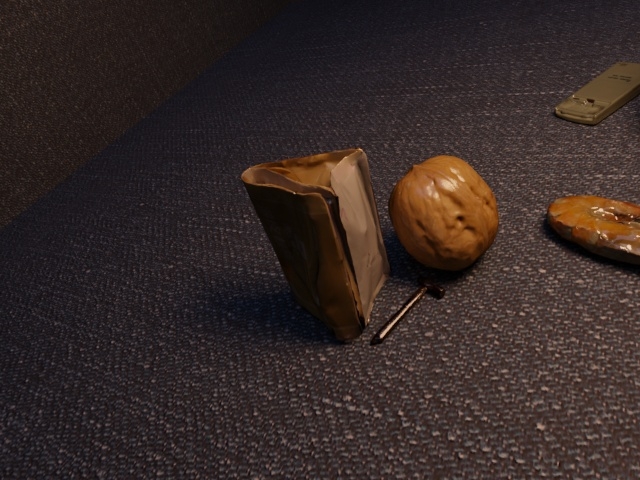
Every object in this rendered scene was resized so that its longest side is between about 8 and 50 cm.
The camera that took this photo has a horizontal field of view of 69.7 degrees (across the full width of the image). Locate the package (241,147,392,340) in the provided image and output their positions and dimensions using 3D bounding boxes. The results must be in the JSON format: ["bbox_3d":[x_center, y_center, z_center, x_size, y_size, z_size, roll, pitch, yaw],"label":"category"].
[{"bbox_3d":[0.001,0.020,0.817,0.221,0.311,0.165,-8,38,12],"label":"package"}]

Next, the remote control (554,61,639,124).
[{"bbox_3d":[0.756,-0.388,1.213,0.285,0.038,0.123,-36,40,-17],"label":"remote control"}]

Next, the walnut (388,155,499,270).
[{"bbox_3d":[0.234,-0.053,0.884,0.195,0.222,0.195,-34,18,12],"label":"walnut"}]

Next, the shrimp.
[{"bbox_3d":[0.569,-0.016,0.830,0.164,0.062,0.317,-31,38,-19],"label":"shrimp"}]

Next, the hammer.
[{"bbox_3d":[0.158,0.132,0.854,0.178,0.021,0.065,-40,44,-23],"label":"hammer"}]
